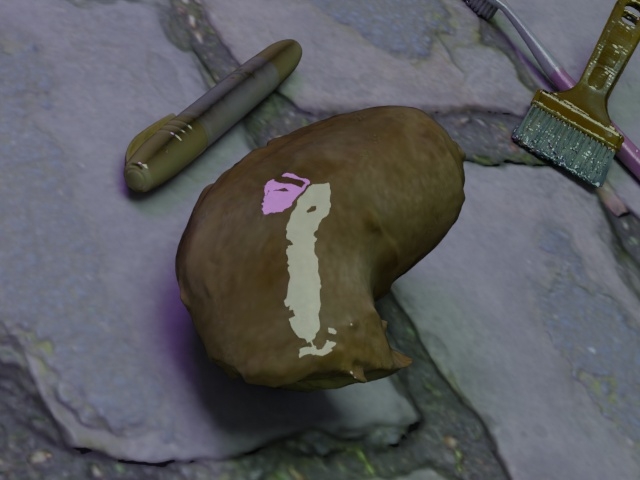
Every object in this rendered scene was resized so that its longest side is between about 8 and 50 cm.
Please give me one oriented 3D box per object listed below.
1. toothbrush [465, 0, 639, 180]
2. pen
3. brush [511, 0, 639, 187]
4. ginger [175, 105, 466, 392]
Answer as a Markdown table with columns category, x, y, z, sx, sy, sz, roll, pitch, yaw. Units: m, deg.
| category | x | y | z | sx | sy | sz | roll | pitch | yaw |
| --- | --- | --- | --- | --- | --- | --- | --- | --- | --- |
| toothbrush | 0.208 | -0.121 | 1.423 | 0.020 | 0.025 | 0.286 | -17 | 60 | -46 |
| pen | -0.074 | -0.092 | 1.199 | 0.040 | 0.032 | 0.233 | 16 | 33 | 19 |
| brush | 0.229 | -0.132 | 1.413 | 0.082 | 0.010 | 0.218 | 29 | 53 | 4 |
| ginger | 0.000 | 0.000 | 1.068 | 0.152 | 0.138 | 0.267 | 40 | 50 | -12 |
